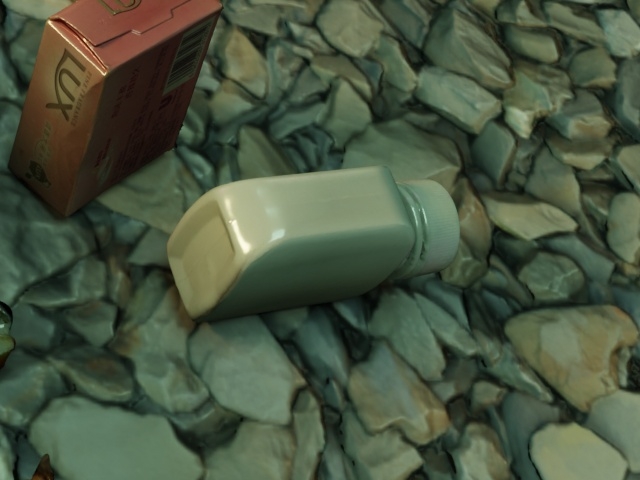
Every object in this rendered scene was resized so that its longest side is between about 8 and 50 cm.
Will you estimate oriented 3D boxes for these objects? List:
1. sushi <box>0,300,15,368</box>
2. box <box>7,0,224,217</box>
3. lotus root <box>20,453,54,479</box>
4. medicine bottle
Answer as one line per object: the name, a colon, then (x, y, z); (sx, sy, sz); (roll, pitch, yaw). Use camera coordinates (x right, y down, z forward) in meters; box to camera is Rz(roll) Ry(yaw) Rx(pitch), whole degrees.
sushi: (-0.220, 0.053, 1.033); (0.083, 0.044, 0.046); (12, 55, -20)
box: (-0.131, -0.096, 1.107); (0.060, 0.156, 0.111); (40, 48, 14)
lotus root: (-0.158, 0.290, 0.749); (0.111, 0.375, 0.390); (47, 4, -40)
medicine bottle: (0.000, 0.000, 1.140); (0.183, 0.119, 0.069); (-6, 64, -33)
